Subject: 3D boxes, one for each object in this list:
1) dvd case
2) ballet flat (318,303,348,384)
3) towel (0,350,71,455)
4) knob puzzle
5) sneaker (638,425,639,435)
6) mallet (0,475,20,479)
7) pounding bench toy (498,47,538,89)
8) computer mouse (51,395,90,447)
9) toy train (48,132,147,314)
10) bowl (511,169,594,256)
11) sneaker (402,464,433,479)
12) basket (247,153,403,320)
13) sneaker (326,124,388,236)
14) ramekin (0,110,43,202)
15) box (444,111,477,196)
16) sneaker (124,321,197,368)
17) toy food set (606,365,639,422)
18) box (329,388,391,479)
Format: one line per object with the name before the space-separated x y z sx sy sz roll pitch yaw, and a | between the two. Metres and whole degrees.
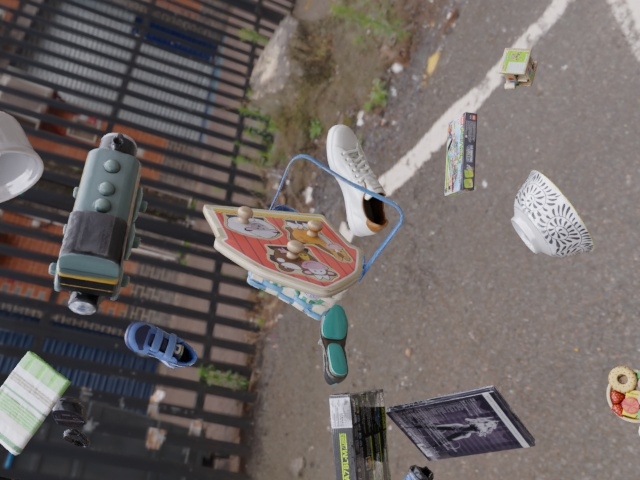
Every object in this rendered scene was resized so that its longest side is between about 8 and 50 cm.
dvd case | 0.254 0.339 1.199 0.221 0.165 0.018 -21 30 34
ballet flat | 0.035 0.339 2.104 0.096 0.095 0.281 117 162 -45
towel | -0.532 0.291 1.179 0.152 0.113 0.023 -55 -19 -14
knob puzzle | -0.030 0.003 0.766 0.213 0.213 0.030 -110 35 -62
sneaker | 0.465 0.207 0.807 0.071 0.068 0.170 -114 31 -59
mallet | -0.659 0.436 1.242 0.039 0.189 0.062 -25 57 30
pounding bench toy | 0.383 -0.321 1.276 0.052 0.065 0.083 13 83 33
computer mouse | -0.538 0.397 1.434 0.242 0.071 0.041 105 170 -52
toy train | -0.391 -0.037 1.181 0.190 0.142 0.334 123 155 -51
bowl | 0.381 -0.030 1.121 0.080 0.170 0.170 -34 26 6
sneaker | 0.190 0.540 1.447 0.058 0.152 0.085 44 121 43
basket | 0.000 0.000 1.341 0.289 0.254 0.201 -62 2 15
sneaker | 0.108 -0.159 1.636 0.123 0.105 0.290 -11 98 56
ramekin | -0.826 -0.194 1.568 0.135 0.277 0.277 64 149 12
box | 0.376 -0.228 1.753 0.114 0.036 0.207 157 117 -76
sneaker | -0.266 0.176 1.105 0.059 0.144 0.053 -1 63 36
toy food set | 0.487 0.239 1.014 0.082 0.020 0.083 8 81 39
box | 0.072 0.355 1.122 0.184 0.045 0.191 23 -119 -68
